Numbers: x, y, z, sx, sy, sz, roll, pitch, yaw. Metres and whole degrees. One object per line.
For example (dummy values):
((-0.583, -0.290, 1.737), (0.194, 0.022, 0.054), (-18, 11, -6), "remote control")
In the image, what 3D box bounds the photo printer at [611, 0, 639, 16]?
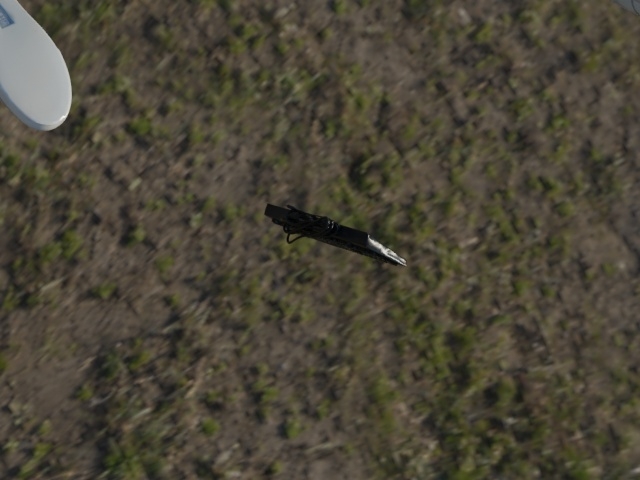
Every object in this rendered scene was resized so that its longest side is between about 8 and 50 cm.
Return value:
((0.084, -0.224, 0.435), (0.107, 0.256, 0.307), (-32, 130, -13), "photo printer")

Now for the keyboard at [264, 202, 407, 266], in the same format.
((0.000, 0.000, 1.574), (0.100, 0.192, 0.038), (33, 80, -36), "keyboard")

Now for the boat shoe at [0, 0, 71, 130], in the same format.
((-0.277, -0.162, 1.264), (0.066, 0.063, 0.184), (-33, 77, -32), "boat shoe")
